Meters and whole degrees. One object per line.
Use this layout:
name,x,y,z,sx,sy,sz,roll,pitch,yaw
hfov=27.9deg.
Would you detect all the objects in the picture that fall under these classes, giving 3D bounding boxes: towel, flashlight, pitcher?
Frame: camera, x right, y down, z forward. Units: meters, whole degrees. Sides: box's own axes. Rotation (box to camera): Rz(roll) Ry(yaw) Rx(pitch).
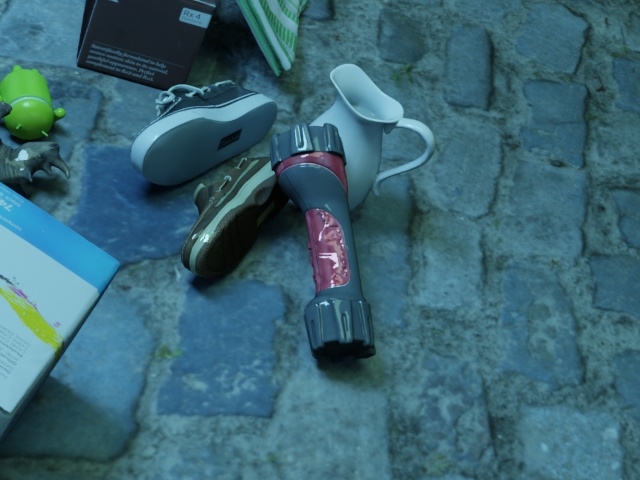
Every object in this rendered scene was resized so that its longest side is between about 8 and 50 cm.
towel,-0.093,-0.430,2.072,0.248,0.038,0.325,61,19,-26
flashlight,0.000,0.000,1.661,0.103,0.103,0.304,-9,67,4
pitcher,0.053,-0.117,1.804,0.178,0.207,0.125,35,39,9

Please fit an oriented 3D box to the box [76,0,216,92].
box,-0.258,-0.361,1.929,0.169,0.167,0.203,15,40,-16

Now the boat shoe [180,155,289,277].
boat shoe,-0.129,-0.035,1.717,0.095,0.095,0.257,18,33,18

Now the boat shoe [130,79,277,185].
boat shoe,-0.181,-0.167,1.803,0.105,0.113,0.306,34,36,18

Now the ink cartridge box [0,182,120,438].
ink cartridge box,-0.368,0.101,1.286,0.197,0.198,0.270,34,33,-6

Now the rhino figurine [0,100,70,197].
rhino figurine,-0.433,-0.124,1.634,0.243,0.073,0.106,22,58,-8

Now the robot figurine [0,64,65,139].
robot figurine,-0.394,-0.183,1.730,0.101,0.067,0.115,11,41,-33
